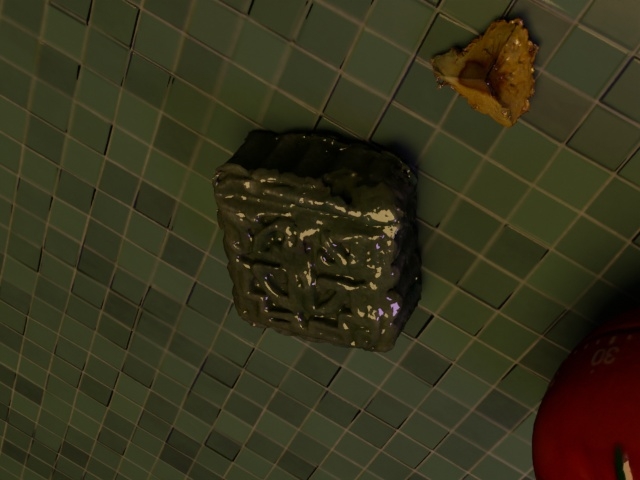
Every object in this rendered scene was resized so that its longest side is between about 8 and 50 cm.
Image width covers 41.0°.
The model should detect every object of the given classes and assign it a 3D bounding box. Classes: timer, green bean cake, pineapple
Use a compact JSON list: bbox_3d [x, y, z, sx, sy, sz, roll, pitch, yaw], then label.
[{"bbox_3d":[0.419,0.235,0.899,0.378,0.279,0.378,28,147,20],"label":"timer"},{"bbox_3d":[0.000,0.000,1.049,0.241,0.132,0.255,14,131,22],"label":"green bean cake"},{"bbox_3d":[0.157,-0.169,0.875,0.114,0.077,0.114,13,127,35],"label":"pineapple"}]
